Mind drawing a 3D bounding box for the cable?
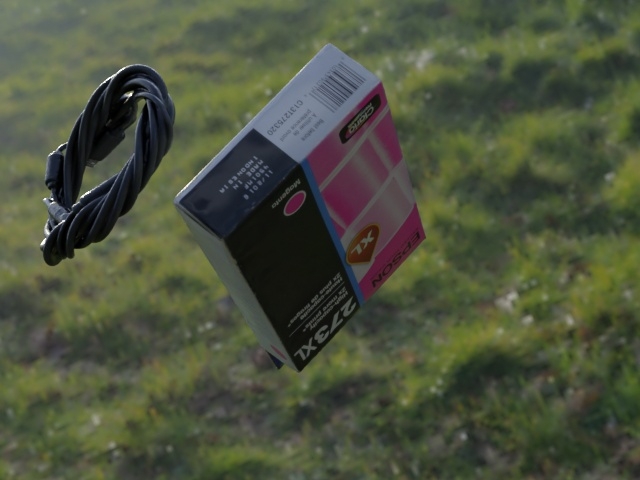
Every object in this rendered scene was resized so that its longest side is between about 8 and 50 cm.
[{"bbox_3d":[-0.176,-0.060,1.165,0.184,0.047,0.150,-27,40,47],"label":"cable"}]

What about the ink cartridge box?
[{"bbox_3d":[0.000,0.000,1.249,0.176,0.069,0.371,-46,-23,-11],"label":"ink cartridge box"}]
